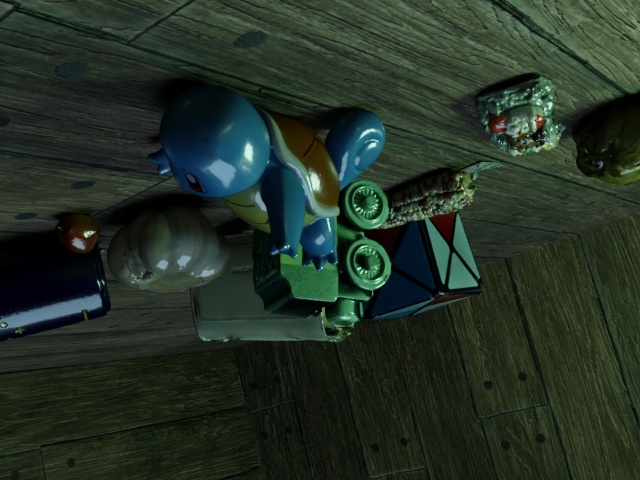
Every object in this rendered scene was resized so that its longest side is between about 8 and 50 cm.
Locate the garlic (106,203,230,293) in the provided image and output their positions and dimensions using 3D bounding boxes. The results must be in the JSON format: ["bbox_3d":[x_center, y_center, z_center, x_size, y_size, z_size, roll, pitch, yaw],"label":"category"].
[{"bbox_3d":[-0.288,0.016,1.520,0.228,0.152,0.228,-6,164,-2],"label":"garlic"}]

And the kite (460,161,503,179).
[{"bbox_3d":[0.344,-0.154,1.803,0.137,0.005,0.152,-11,168,-4],"label":"kite"}]

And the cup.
[{"bbox_3d":[-0.552,0.073,1.556,0.256,0.178,0.255,-12,-153,-17],"label":"cup"}]

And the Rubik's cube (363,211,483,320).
[{"bbox_3d":[0.230,0.052,2.045,0.247,0.248,0.250,-21,167,33],"label":"Rubik's cube"}]

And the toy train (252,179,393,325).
[{"bbox_3d":[0.000,0.000,1.464,0.238,0.298,0.167,7,158,-24],"label":"toy train"}]

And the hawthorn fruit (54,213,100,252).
[{"bbox_3d":[-0.430,-0.014,1.426,0.077,0.077,0.077,-13,168,-3],"label":"hawthorn fruit"}]

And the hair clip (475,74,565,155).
[{"bbox_3d":[0.362,-0.195,1.433,0.138,0.091,0.321,-15,167,20],"label":"hair clip"}]

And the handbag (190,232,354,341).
[{"bbox_3d":[-0.106,0.100,1.737,0.359,0.236,0.160,-5,173,36],"label":"handbag"}]

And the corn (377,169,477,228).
[{"bbox_3d":[0.211,-0.081,1.781,0.281,0.092,0.092,-20,167,33],"label":"corn"}]

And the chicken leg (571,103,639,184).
[{"bbox_3d":[0.691,-0.237,1.547,0.429,0.152,0.201,-28,175,27],"label":"chicken leg"}]

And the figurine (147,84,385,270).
[{"bbox_3d":[-0.065,-0.086,1.167,0.416,0.298,0.243,-3,130,-51],"label":"figurine"}]

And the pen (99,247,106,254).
[{"bbox_3d":[-0.516,0.045,1.683,0.197,0.032,0.053,-20,166,31],"label":"pen"}]
